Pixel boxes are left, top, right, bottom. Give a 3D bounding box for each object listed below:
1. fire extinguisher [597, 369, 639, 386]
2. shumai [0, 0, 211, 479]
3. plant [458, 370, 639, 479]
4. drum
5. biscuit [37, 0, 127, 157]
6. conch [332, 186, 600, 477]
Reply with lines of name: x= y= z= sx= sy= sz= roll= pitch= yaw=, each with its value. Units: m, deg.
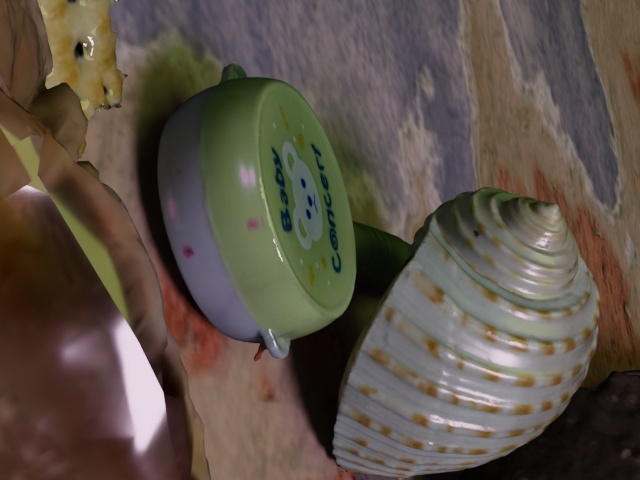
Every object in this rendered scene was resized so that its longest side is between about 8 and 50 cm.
fire extinguisher: x=0.272 y=0.122 z=1.286 sx=0.075 sy=0.106 sz=0.252 roll=61 pitch=21 yaw=18
shumai: x=-0.149 y=0.024 z=0.441 sx=0.283 sy=0.217 sz=0.346 roll=60 pitch=-6 yaw=51
plant: x=0.130 y=0.198 z=0.892 sx=0.146 sy=0.149 sz=0.274 roll=58 pitch=32 yaw=-31
drum: x=-0.005 y=-0.020 z=0.853 sx=0.253 sy=0.049 sz=0.130 roll=-17 pitch=92 yaw=-71
biscuit: x=-0.113 y=-0.094 z=0.621 sx=0.144 sy=0.016 sz=0.203 roll=-36 pitch=125 yaw=-57
conch: x=0.071 y=0.050 z=0.847 sx=0.135 sy=0.102 sz=0.153 roll=-7 pitch=113 yaw=-54
